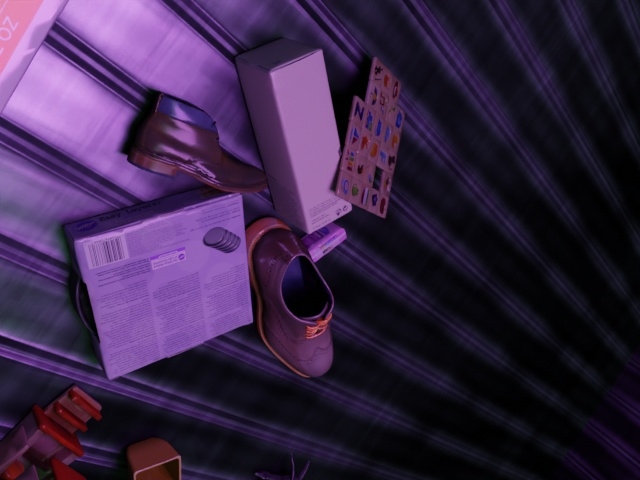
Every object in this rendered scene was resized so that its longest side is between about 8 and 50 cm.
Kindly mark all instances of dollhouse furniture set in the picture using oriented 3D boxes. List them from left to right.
[{"bbox_3d":[-0.354,0.338,0.899,0.135,0.259,0.262,-39,132,-10],"label":"dollhouse furniture set"}]

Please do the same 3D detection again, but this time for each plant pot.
[{"bbox_3d":[-0.293,0.387,1.092,0.081,0.083,0.081,-11,120,-32],"label":"plant pot"}]

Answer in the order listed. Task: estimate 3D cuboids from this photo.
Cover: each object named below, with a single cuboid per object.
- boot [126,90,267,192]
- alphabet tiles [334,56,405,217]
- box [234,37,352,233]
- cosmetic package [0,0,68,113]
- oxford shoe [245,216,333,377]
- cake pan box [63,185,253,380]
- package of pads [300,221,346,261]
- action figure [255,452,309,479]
[{"bbox_3d":[-0.156,-0.136,0.914,0.219,0.082,0.106,9,110,-38],"label":"boot"},{"bbox_3d":[0.090,-0.169,1.056,0.198,0.009,0.237,18,82,-61],"label":"alphabet tiles"},{"bbox_3d":[-0.037,-0.157,0.975,0.094,0.113,0.275,-29,129,-23],"label":"box"},{"bbox_3d":[-0.488,-0.260,0.539,0.453,0.161,0.230,28,95,-42],"label":"cosmetic package"},{"bbox_3d":[-0.037,0.135,1.116,0.130,0.133,0.364,-35,130,-18],"label":"oxford shoe"},{"bbox_3d":[-0.237,0.060,0.970,0.267,0.070,0.246,-21,122,-28],"label":"cake pan box"},{"bbox_3d":[0.000,0.000,1.128,0.083,0.050,0.032,-37,129,-16],"label":"package of pads"},{"bbox_3d":[-0.101,0.588,1.313,0.164,0.141,0.276,31,95,-32],"label":"action figure"}]
